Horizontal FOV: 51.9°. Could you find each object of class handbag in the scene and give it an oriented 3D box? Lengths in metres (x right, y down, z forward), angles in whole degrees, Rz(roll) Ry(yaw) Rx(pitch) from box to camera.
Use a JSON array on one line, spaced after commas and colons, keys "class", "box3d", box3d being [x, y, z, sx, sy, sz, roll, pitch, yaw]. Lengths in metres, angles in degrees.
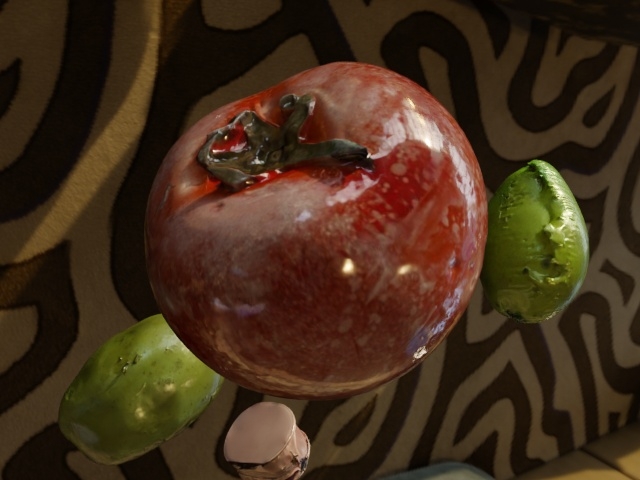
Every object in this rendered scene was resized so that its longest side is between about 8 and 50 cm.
[{"class": "handbag", "box3d": [-0.120, 0.477, 1.504, 0.116, 0.205, 0.179, 53, 45, -31]}]

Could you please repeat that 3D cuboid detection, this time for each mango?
[{"class": "mango", "box3d": [0.223, 0.001, 0.685, 0.100, 0.119, 0.178, 27, 59, -32]}]

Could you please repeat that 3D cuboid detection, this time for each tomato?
[{"class": "tomato", "box3d": [0.000, 0.000, 0.524, 0.270, 0.270, 0.227, -43, 132, -16]}]

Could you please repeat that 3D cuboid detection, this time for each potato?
[{"class": "potato", "box3d": [-0.316, 0.265, 1.188, 0.304, 0.216, 0.216, -43, 125, -3]}]
